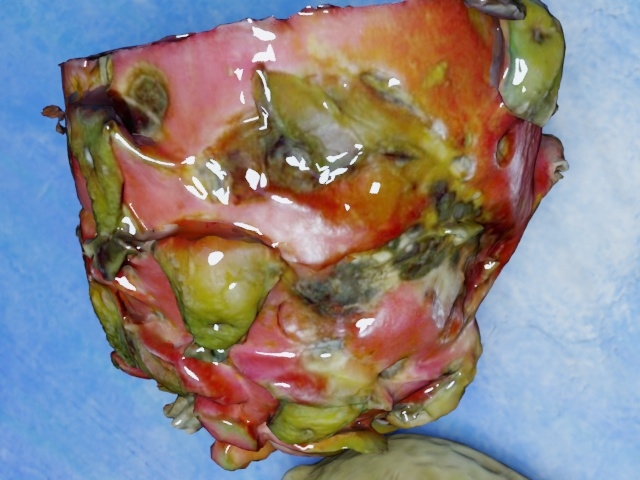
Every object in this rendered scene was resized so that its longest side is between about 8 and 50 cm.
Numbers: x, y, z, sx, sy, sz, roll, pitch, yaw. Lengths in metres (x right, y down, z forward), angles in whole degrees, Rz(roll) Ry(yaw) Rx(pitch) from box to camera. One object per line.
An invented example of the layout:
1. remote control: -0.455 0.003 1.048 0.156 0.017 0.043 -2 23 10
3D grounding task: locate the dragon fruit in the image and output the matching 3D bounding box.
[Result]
1. dragon fruit: 0.000 0.000 0.616 0.296 0.314 0.262 -10 99 -6

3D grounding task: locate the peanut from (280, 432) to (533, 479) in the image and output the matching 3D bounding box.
1. peanut: 0.087 0.200 0.630 0.253 0.122 0.137 30 105 20
